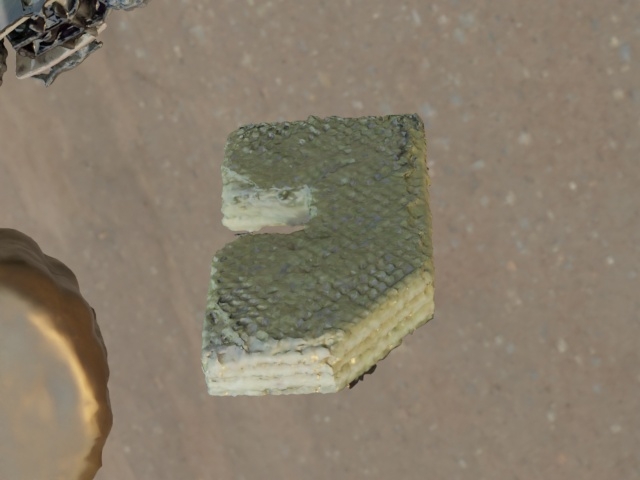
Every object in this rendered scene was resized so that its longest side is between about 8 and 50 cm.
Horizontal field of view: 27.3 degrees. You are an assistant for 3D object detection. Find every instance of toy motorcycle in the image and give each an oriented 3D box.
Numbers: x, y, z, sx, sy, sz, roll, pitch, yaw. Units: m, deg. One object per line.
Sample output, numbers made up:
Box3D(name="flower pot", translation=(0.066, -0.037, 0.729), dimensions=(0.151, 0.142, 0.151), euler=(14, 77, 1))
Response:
Box3D(name="toy motorcycle", translation=(-0.309, -0.282, 1.430), dimensions=(0.143, 0.327, 0.188), euler=(22, -134, -61))

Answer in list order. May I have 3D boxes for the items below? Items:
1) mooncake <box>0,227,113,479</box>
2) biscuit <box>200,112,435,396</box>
Box3D(name="mooncake", translation=(-0.370, 0.136, 1.332), dimensions=(0.187, 0.324, 0.324), euler=(-123, 16, -67))
Box3D(name="biscuit", translation=(0.000, 0.000, 0.859), dimensions=(0.250, 0.147, 0.046), euler=(-87, -6, -50))
